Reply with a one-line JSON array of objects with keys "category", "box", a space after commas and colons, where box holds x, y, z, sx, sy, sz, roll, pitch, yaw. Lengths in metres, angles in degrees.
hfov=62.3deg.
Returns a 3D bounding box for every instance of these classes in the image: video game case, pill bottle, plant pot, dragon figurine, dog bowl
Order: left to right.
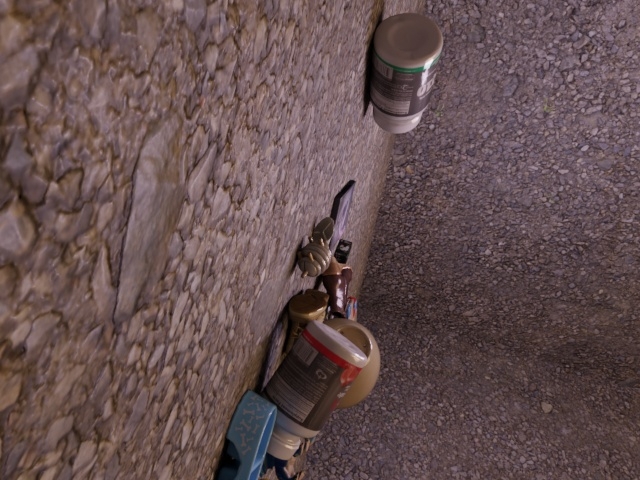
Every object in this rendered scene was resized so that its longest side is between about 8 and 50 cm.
[{"category": "dog bowl", "box": [-0.172, 0.488, 1.173, 0.166, 0.074, 0.297, 61, 45, -77]}, {"category": "dragon figurine", "box": [-0.116, 0.597, 1.434, 0.085, 0.144, 0.289, 23, 75, -72]}, {"category": "pill bottle", "box": [-0.039, 0.375, 1.325, 0.318, 0.176, 0.176, -56, 171, 0]}, {"category": "video game case", "box": [0.068, -0.087, 1.826, 0.274, 0.026, 0.196, -55, 159, -67]}, {"category": "plant pot", "box": [0.068, 0.355, 1.641, 0.191, 0.284, 0.284, 114, -2, -56]}, {"category": "pill bottle", "box": [0.260, -0.516, 1.686, 0.361, 0.204, 0.204, 85, 23, -67]}]

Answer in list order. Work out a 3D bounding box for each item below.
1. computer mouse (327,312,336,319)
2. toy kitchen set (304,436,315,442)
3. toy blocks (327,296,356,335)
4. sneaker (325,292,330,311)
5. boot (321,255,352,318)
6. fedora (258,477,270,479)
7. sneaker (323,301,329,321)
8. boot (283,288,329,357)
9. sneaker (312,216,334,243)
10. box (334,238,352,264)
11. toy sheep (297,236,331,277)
[{"category": "computer mouse", "box": [0.047, 0.295, 1.953, 0.193, 0.042, 0.106, -71, -174, -78]}, {"category": "toy kitchen set", "box": [-0.115, 0.578, 1.733, 0.122, 0.166, 0.207, 93, -21, -57]}, {"category": "toy blocks", "box": [0.090, 0.377, 2.377, 0.381, 0.191, 0.260, -54, 147, -65]}, {"category": "sneaker", "box": [0.010, 0.259, 1.985, 0.059, 0.053, 0.144, 104, 12, -52]}, {"category": "boot", "box": [0.063, 0.181, 1.867, 0.248, 0.090, 0.206, 43, 38, -65]}, {"category": "fedora", "box": [-0.167, 0.757, 1.538, 0.079, 0.194, 0.194, -123, -143, -51]}, {"category": "sneaker", "box": [0.004, 0.331, 1.839, 0.105, 0.115, 0.281, -41, 144, -75]}, {"category": "boot", "box": [-0.050, 0.251, 1.472, 0.262, 0.095, 0.203, -30, 137, -81]}, {"category": "sneaker", "box": [0.000, 0.000, 1.490, 0.061, 0.054, 0.152, -77, -175, -70]}, {"category": "box", "box": [0.088, 0.047, 2.090, 0.062, 0.052, 0.083, 96, 15, -50]}, {"category": "toy sheep", "box": [-0.018, 0.047, 1.343, 0.132, 0.091, 0.091, -50, 158, -37]}]
